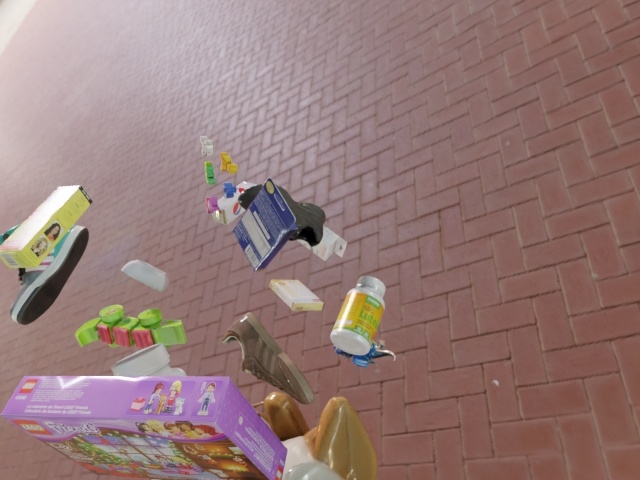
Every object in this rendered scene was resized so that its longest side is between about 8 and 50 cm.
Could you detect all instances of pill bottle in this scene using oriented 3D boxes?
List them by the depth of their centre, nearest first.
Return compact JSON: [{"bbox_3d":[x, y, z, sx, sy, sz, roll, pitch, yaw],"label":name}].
[{"bbox_3d":[-0.384,0.423,1.207,0.176,0.319,0.176,-22,3,1],"label":"pill bottle"},{"bbox_3d":[0.136,0.246,1.669,0.136,0.136,0.246,-7,44,39],"label":"pill bottle"}]

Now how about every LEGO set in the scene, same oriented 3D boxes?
[{"bbox_3d":[-0.287,-0.189,1.450,0.093,0.087,0.227,24,121,56],"label":"LEGO set"}]

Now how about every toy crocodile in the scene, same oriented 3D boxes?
[{"bbox_3d":[-0.541,0.263,1.424,0.340,0.115,0.105,2,22,16],"label":"toy crocodile"}]

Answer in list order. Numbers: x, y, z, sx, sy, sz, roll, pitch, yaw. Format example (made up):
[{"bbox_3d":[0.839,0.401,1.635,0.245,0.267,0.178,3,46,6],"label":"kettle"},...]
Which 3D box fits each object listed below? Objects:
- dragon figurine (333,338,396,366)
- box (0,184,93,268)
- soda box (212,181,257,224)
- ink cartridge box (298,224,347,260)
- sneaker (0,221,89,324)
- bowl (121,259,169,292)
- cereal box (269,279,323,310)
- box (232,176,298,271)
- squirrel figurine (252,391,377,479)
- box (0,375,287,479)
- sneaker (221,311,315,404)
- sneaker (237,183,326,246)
[{"bbox_3d":[0.179,0.443,1.933,0.289,0.085,0.144,24,100,40],"label":"dragon figurine"},{"bbox_3d":[-0.640,-0.036,1.163,0.087,0.058,0.232,-1,44,21],"label":"box"},{"bbox_3d":[-0.335,-0.150,1.962,0.069,0.074,0.216,17,40,24],"label":"soda box"},{"bbox_3d":[0.000,0.000,1.786,0.180,0.104,0.060,36,58,14],"label":"ink cartridge box"},{"bbox_3d":[-0.738,0.059,1.248,0.124,0.178,0.296,110,176,-50],"label":"sneaker"},{"bbox_3d":[-0.528,0.103,1.523,0.053,0.142,0.142,-62,6,-9],"label":"bowl"},{"bbox_3d":[-0.119,0.264,2.420,0.240,0.173,0.047,38,115,47],"label":"cereal box"},{"bbox_3d":[-0.133,-0.038,1.223,0.225,0.036,0.136,-48,65,42],"label":"box"},{"bbox_3d":[-0.057,0.485,0.947,0.281,0.397,0.370,-39,10,-29],"label":"squirrel figurine"},{"bbox_3d":[-0.212,0.244,0.628,0.293,0.201,0.057,-5,45,18],"label":"box"},{"bbox_3d":[-0.087,0.206,0.813,0.071,0.066,0.188,-38,61,-14],"label":"sneaker"},{"bbox_3d":[-0.106,-0.070,1.453,0.109,0.286,0.130,-50,31,41],"label":"sneaker"}]
